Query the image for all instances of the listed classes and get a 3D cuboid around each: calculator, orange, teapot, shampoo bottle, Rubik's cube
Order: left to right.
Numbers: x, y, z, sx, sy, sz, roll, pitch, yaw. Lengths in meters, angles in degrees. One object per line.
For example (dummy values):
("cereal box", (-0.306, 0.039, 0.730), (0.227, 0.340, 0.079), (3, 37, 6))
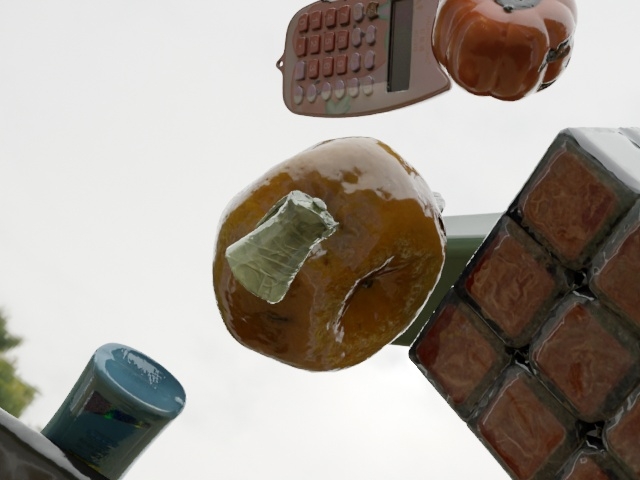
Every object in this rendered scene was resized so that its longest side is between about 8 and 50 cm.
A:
("shampoo bottle", (-0.233, 0.205, 1.093), (0.104, 0.061, 0.258), (34, -48, -6))
("teapot", (-0.026, -0.002, 0.782), (0.057, 0.067, 0.083), (28, -62, -38))
("orange", (0.000, 0.000, 1.062), (0.183, 0.249, 0.249), (39, -27, 38))
("calculator", (0.069, -0.302, 1.696), (0.330, 0.220, 0.048), (-1, -9, 31))
("Rubik's cube", (0.327, 0.093, 1.017), (0.303, 0.301, 0.305), (51, -56, 28))

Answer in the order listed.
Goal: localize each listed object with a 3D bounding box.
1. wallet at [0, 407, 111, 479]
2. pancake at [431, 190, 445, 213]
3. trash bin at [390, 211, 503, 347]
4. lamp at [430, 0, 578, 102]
("wallet", (-0.280, 0.297, 1.057), (0.378, 0.051, 0.197), (22, -77, 35))
("pancake", (0.052, -0.040, 1.392), (0.212, 0.235, 0.029), (-159, -121, -66))
("trash bin", (0.268, 0.070, 1.724), (0.344, 0.158, 0.222), (0, -68, 32))
("lamp", (0.234, -0.265, 1.361), (0.188, 0.187, 0.164), (26, -31, 12))
